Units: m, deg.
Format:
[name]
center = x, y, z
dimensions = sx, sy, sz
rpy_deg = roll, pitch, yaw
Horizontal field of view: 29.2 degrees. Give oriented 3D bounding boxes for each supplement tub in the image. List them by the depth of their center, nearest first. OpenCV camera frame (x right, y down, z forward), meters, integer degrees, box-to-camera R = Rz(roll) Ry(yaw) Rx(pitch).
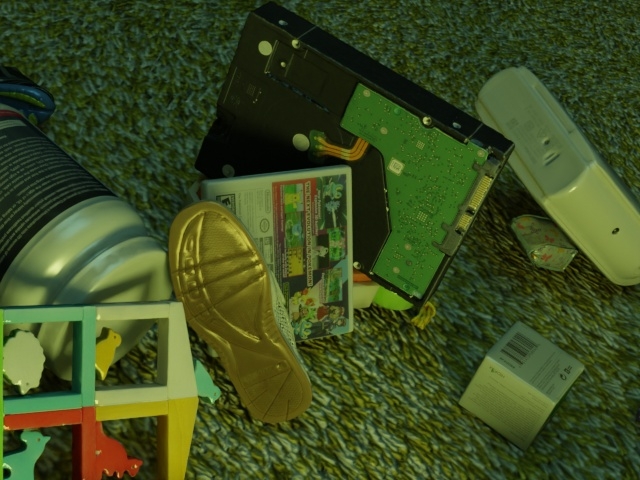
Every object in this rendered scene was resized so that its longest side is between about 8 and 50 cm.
[supplement tub]
center = -0.305, -0.001, 1.290
dimensions = 0.272, 0.191, 0.191
rpy_deg = 39, 38, 21

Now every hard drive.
[hard drive]
center = 0.032, -0.100, 1.453
dimensions = 0.339, 0.237, 0.064
rpy_deg = 32, 36, 11

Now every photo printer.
[photo printer]
center = 0.363, -0.082, 1.748
dimensions = 0.307, 0.107, 0.256
rpy_deg = 38, 19, -45

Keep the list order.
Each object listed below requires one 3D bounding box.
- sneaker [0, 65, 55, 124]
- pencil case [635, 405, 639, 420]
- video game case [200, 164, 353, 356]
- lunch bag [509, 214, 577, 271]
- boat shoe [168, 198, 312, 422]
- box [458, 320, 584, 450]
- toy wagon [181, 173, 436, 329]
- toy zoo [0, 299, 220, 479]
[sneaker]
center = -0.434, -0.198, 1.594
dimensions = 0.188, 0.067, 0.078
rpy_deg = 20, 14, -3
[pencil case]
center = 0.520, 0.230, 1.545
dimensions = 0.236, 0.104, 0.104
rpy_deg = 7, 39, -18
[video game case]
center = -0.047, 0.021, 1.400
dimensions = 0.183, 0.201, 0.023
rpy_deg = -8, 15, -27
[lunch bag]
center = 0.312, 0.003, 1.753
dimensions = 0.083, 0.053, 0.071
rpy_deg = 12, 35, -35
[boat shoe]
center = -0.089, 0.066, 1.308
dimensions = 0.098, 0.277, 0.096
rpy_deg = -19, 28, 3
[box]
center = 0.239, 0.172, 1.463
dimensions = 0.102, 0.087, 0.101
rpy_deg = 35, 37, 15
[toy wagon]
center = 0.000, 0.000, 1.566
dimensions = 0.344, 0.068, 0.267
rpy_deg = 26, 36, 3
[toy zoo]
center = -0.226, 0.155, 1.153
dimensions = 0.293, 0.192, 0.030
rpy_deg = 0, 2, -32
